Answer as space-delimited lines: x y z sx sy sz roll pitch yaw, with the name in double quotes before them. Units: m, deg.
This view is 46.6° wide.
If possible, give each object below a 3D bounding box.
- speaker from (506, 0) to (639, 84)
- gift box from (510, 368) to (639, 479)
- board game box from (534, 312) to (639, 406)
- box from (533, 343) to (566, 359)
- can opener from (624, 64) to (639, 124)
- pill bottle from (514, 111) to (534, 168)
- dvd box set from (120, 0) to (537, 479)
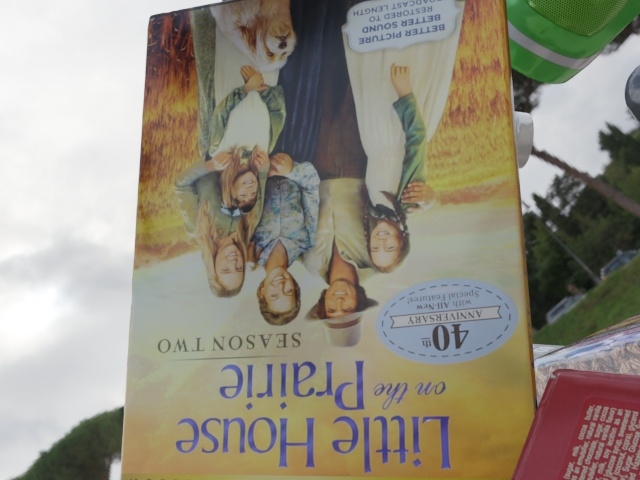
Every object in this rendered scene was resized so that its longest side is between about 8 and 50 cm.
"speaker" 0.249 -0.278 0.611 0.131 0.131 0.296 -17 -32 -44
"gift box" 0.234 0.231 0.322 0.258 0.276 0.255 42 -111 -29
"board game box" 0.364 0.115 0.649 0.291 0.141 0.232 -17 -11 -24
"box" 0.285 0.246 1.027 0.318 0.097 0.395 -18 4 -25
"can opener" 0.243 -0.067 0.258 0.074 0.093 0.280 -53 27 -17
"pill bottle" 0.170 -0.122 0.863 0.137 0.078 0.078 5 -31 -2
"dvd box set" 0.000 0.000 0.572 0.308 0.420 0.062 -4 -15 18
